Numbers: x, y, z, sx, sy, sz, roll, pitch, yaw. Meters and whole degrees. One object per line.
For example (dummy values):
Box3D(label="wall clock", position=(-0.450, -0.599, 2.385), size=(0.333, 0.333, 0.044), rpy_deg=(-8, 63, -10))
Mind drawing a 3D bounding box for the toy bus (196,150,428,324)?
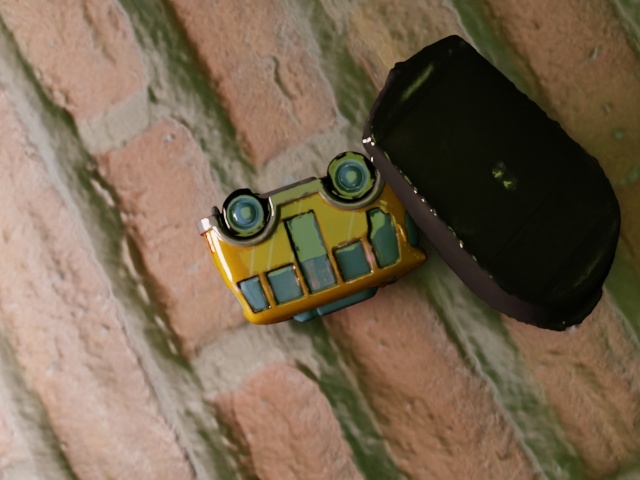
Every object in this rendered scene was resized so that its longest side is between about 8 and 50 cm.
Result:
Box3D(label="toy bus", position=(0.000, 0.000, 1.696), size=(0.209, 0.126, 0.136), rpy_deg=(-20, 87, 4))

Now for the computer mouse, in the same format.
Box3D(label="computer mouse", position=(0.158, -0.047, 1.669), size=(0.295, 0.087, 0.168), rpy_deg=(47, 65, -6))
